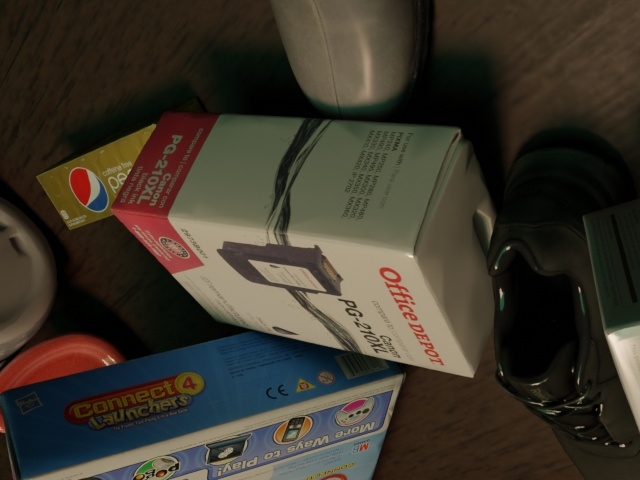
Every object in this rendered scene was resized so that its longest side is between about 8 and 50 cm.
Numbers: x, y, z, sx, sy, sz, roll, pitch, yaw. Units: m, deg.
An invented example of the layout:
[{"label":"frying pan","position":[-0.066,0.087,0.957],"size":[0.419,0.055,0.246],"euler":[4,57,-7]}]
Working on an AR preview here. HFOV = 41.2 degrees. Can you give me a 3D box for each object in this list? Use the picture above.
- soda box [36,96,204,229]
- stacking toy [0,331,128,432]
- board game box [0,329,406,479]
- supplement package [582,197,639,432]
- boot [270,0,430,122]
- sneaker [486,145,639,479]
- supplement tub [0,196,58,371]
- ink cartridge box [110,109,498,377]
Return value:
[{"label":"soda box","position":[-0.169,-0.065,0.754],"size":[0.181,0.058,0.061],"euler":[-14,111,40]},{"label":"stacking toy","position":[-0.264,0.273,0.914],"size":[0.309,0.279,0.130],"euler":[49,148,-11]},{"label":"board game box","position":[-0.104,0.222,0.750],"size":[0.086,0.308,0.301],"euler":[56,147,41]},{"label":"supplement package","position":[0.274,0.033,0.420],"size":[0.244,0.139,0.133],"euler":[-18,111,21]},{"label":"boot","position":[-0.044,-0.186,0.467],"size":[0.118,0.222,0.338],"euler":[4,123,32]},{"label":"sneaker","position":[0.171,0.085,0.581],"size":[0.109,0.130,0.286],"euler":[-8,117,38]},{"label":"supplement tub","position":[-0.435,0.090,0.952],"size":[0.193,0.193,0.316],"euler":[47,134,-3]},{"label":"ink cartridge box","position":[0.000,0.000,0.617],"size":[0.237,0.100,0.172],"euler":[8,151,29]}]
